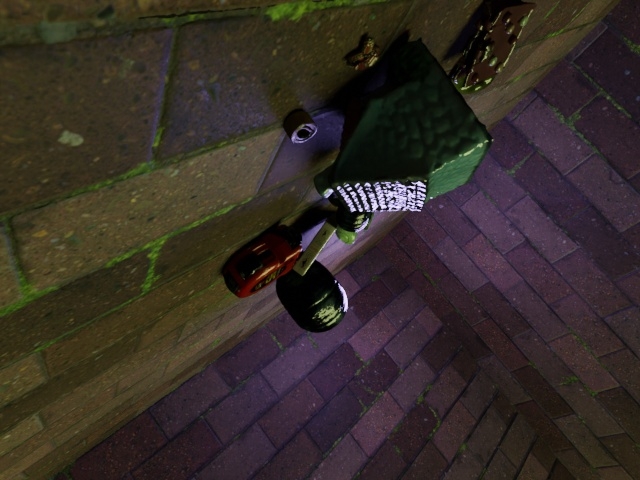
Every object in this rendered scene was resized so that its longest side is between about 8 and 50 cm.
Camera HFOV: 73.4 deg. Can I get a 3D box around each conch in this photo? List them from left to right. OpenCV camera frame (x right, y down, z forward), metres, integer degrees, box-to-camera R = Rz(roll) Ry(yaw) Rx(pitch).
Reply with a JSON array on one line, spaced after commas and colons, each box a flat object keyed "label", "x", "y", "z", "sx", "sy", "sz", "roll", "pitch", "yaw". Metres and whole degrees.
[{"label": "conch", "x": 0.161, "y": -0.092, "z": 1.835, "sx": 0.250, "sy": 0.137, "sz": 0.143, "roll": -38, "pitch": 169, "yaw": -9}]

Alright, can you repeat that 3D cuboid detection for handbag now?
[{"label": "handbag", "x": 0.446, "y": -0.514, "z": 1.107, "sx": 0.216, "sy": 0.074, "sz": 0.203, "roll": -34, "pitch": 154, "yaw": -36}]

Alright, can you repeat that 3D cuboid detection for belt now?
[{"label": "belt", "x": -0.041, "y": -0.221, "z": 0.839, "sx": 0.059, "sy": 0.036, "sz": 0.083, "roll": -35, "pitch": 171, "yaw": 14}]

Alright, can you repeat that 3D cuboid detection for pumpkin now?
[{"label": "pumpkin", "x": -0.043, "y": 0.246, "z": 1.971, "sx": 0.266, "sy": 0.363, "sz": 0.363, "roll": -40, "pitch": 170, "yaw": -1}, {"label": "pumpkin", "x": 0.117, "y": -0.120, "z": 1.469, "sx": 0.149, "sy": 0.194, "sz": 0.194, "roll": -1, "pitch": -168, "yaw": 30}]

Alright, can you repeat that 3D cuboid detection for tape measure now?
[{"label": "tape measure", "x": -0.188, "y": 0.074, "z": 1.375, "sx": 0.260, "sy": 0.114, "sz": 0.253, "roll": -32, "pitch": 169, "yaw": -20}]

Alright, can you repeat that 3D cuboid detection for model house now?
[{"label": "model house", "x": 0.145, "y": -0.195, "z": 0.999, "sx": 0.339, "sy": 0.298, "sz": 0.360, "roll": -33, "pitch": 170, "yaw": 5}]

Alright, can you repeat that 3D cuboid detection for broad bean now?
[{"label": "broad bean", "x": 0.462, "y": -0.517, "z": 1.320, "sx": 0.206, "sy": 0.072, "sz": 0.153, "roll": -7, "pitch": 144, "yaw": -49}]

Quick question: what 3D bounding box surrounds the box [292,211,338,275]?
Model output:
[{"label": "box", "x": 0.001, "y": 0.000, "z": 1.599, "sx": 0.205, "sy": 0.051, "sz": 0.365, "roll": -54, "pitch": 179, "yaw": 11}]

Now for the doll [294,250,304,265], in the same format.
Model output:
[{"label": "doll", "x": -0.121, "y": 0.086, "z": 1.804, "sx": 0.219, "sy": 0.067, "sz": 0.091, "roll": -24, "pitch": 166, "yaw": -39}]

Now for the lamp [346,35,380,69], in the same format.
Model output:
[{"label": "lamp", "x": 0.084, "y": -0.339, "z": 0.795, "sx": 0.063, "sy": 0.031, "sz": 0.083, "roll": -43, "pitch": 174, "yaw": 23}]
